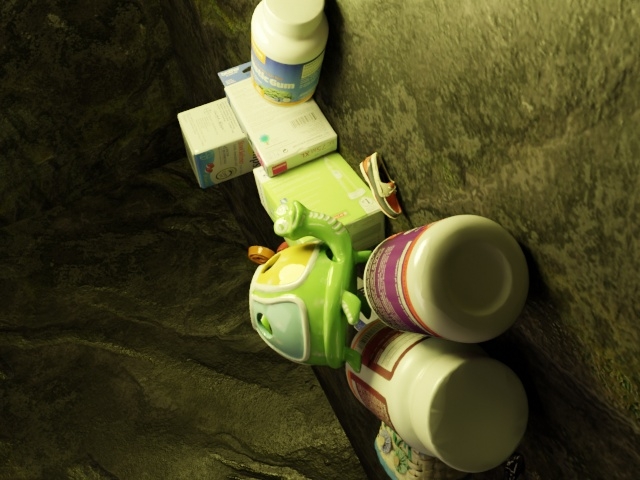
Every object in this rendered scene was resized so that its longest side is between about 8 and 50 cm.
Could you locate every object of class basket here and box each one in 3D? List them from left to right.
[{"bbox_3d":[0.253,0.553,1.425,0.254,0.200,0.289,-142,41,-61],"label":"basket"}]

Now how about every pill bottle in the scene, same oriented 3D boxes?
[{"bbox_3d":[-0.065,-0.399,1.140,0.153,0.152,0.272,63,167,11],"label":"pill bottle"},{"bbox_3d":[0.208,0.280,1.095,0.224,0.223,0.392,68,167,-6],"label":"pill bottle"},{"bbox_3d":[0.180,0.066,0.923,0.182,0.181,0.323,66,166,0],"label":"pill bottle"}]

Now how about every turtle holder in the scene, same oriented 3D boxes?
[{"bbox_3d":[-0.022,0.106,1.113,0.320,0.227,0.244,78,-159,-54],"label":"turtle holder"}]

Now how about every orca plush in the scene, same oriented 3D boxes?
[{"bbox_3d":[0.301,0.413,1.216,0.287,0.102,0.151,53,162,42],"label":"orca plush"}]

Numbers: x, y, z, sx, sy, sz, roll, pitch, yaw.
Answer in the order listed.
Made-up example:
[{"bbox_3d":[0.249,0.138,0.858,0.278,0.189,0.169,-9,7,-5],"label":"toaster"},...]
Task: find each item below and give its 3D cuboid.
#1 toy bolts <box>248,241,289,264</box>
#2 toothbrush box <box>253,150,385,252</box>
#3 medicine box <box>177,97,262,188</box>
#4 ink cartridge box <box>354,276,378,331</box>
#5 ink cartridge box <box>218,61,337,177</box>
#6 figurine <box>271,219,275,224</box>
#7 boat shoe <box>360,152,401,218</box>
[{"bbox_3d":[-0.123,0.000,1.965,0.228,0.218,0.159,131,156,-61],"label":"toy bolts"},{"bbox_3d":[-0.005,-0.084,1.328,0.283,0.206,0.122,55,162,38],"label":"toothbrush box"},{"bbox_3d":[-0.285,-0.325,1.810,0.263,0.289,0.149,109,138,-71],"label":"medicine box"},{"bbox_3d":[0.138,0.205,1.577,0.332,0.065,0.166,32,144,65],"label":"ink cartridge box"},{"bbox_3d":[-0.109,-0.316,1.376,0.311,0.185,0.065,61,168,22],"label":"ink cartridge box"},{"bbox_3d":[-0.178,-0.162,2.134,0.209,0.092,0.215,-161,49,-77],"label":"figurine"},{"bbox_3d":[0.128,-0.109,1.128,0.043,0.049,0.137,-33,78,37],"label":"boat shoe"}]
